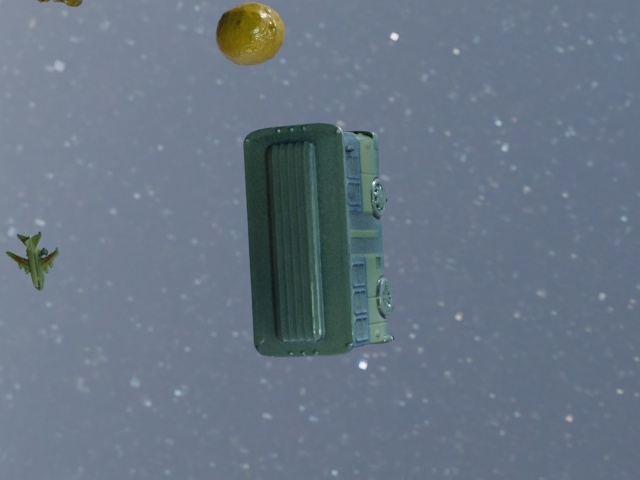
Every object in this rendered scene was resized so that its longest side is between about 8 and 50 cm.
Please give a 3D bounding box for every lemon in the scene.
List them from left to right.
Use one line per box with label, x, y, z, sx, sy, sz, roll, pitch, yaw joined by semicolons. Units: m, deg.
lemon;-0.132;-0.377;2.424;0.155;0.114;0.114;0;-109;44

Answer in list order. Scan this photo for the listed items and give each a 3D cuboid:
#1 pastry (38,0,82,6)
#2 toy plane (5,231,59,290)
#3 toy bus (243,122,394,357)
pastry;-0.346;-0.383;1.602;0.102;0.250;0.154;-16;-109;10
toy plane;-0.512;0.037;2.383;0.102;0.111;0.040;-1;-156;20
toy bus;0.000;0.000;1.847;0.152;0.190;0.312;-3;-91;24
